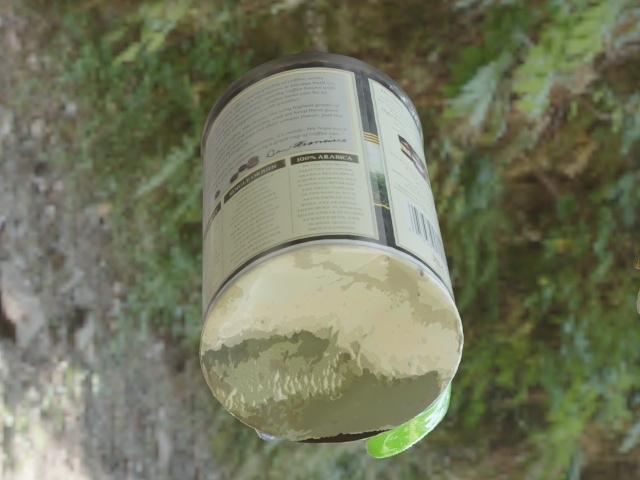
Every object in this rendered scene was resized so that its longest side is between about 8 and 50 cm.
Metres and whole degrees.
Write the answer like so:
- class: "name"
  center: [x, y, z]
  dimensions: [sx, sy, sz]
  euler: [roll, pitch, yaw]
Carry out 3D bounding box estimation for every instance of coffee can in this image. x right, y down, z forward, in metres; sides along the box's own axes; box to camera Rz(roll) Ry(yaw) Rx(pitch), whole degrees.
- class: "coffee can"
  center: [0.000, 0.000, 1.166]
  dimensions: [0.275, 0.201, 0.202]
  euler: [-95, 176, -52]

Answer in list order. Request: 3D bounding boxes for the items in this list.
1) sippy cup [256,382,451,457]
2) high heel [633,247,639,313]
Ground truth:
- class: "sippy cup"
  center: [0.002, 0.121, 1.675]
  dimensions: [0.305, 0.224, 0.240]
  euler: [7, -62, 66]
- class: "high heel"
  center: [0.330, 0.043, 1.191]
  dimensions: [0.244, 0.117, 0.082]
  euler: [-11, 126, -83]
